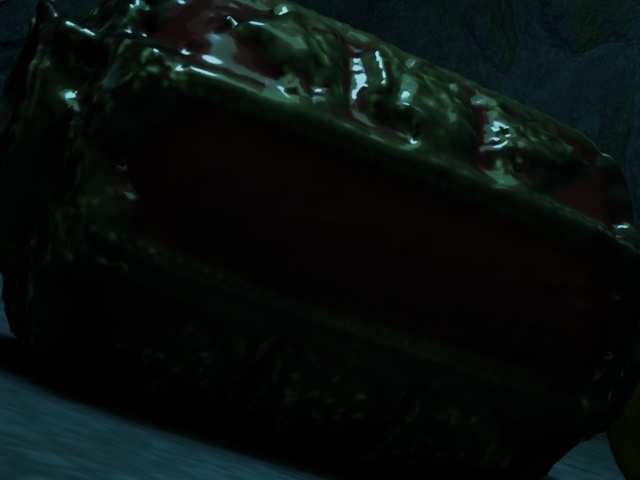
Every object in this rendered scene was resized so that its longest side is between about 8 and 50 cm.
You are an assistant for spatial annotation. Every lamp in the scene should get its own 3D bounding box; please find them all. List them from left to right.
[{"bbox_3d":[0.000,0.000,0.538,0.274,0.177,0.177,22,-3,-19],"label":"lamp"}]

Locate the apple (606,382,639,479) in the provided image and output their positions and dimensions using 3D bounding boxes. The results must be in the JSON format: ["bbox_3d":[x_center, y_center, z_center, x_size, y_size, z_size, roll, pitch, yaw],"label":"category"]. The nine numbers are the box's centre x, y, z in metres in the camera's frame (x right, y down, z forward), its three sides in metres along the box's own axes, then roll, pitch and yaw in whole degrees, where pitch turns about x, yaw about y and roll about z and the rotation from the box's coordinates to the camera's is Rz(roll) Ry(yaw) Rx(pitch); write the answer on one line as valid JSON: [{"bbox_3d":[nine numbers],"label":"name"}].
[{"bbox_3d":[0.311,0.091,0.863,0.264,0.264,0.264,19,-2,1],"label":"apple"}]

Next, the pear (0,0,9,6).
[{"bbox_3d":[-0.304,-0.235,0.574,0.386,0.191,0.340,1,34,-14],"label":"pear"}]
